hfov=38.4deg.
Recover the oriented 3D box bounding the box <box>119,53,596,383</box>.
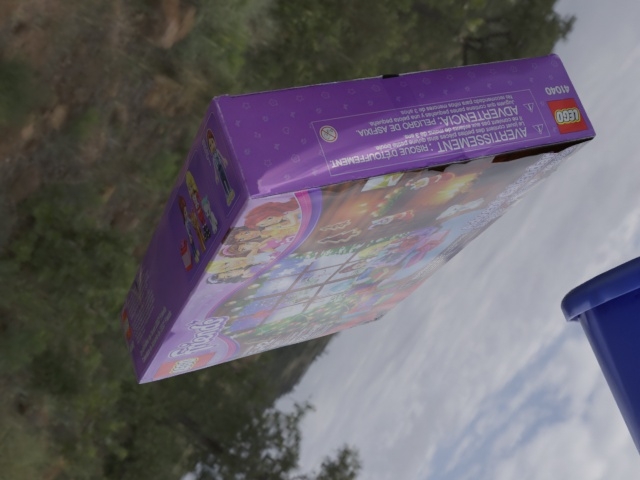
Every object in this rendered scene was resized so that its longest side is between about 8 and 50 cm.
[{"bbox_3d":[0.000,0.000,0.562,0.200,0.057,0.293,-12,161,-25],"label":"box"}]

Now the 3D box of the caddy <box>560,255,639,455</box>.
[{"bbox_3d":[0.257,0.028,0.466,0.241,0.179,0.341,-23,167,16],"label":"caddy"}]
